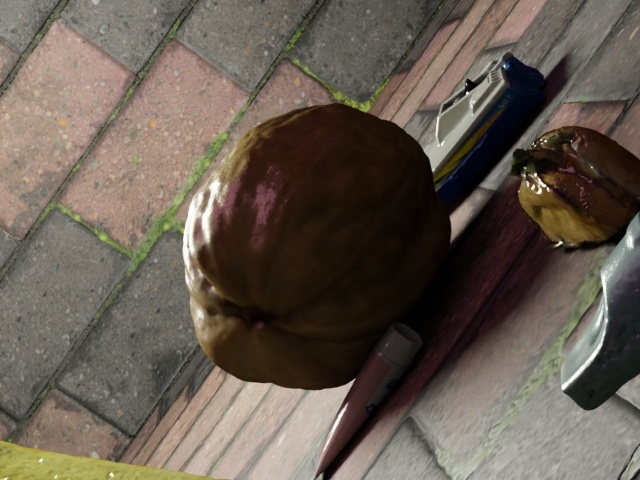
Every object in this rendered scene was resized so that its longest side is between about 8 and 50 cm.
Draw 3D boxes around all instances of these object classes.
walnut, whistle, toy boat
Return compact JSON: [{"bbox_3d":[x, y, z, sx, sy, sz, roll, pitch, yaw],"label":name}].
[{"bbox_3d":[-0.003,0.000,1.507,0.344,0.306,0.306,-42,-4,-47],"label":"walnut"},{"bbox_3d":[0.237,-0.005,0.797,0.274,0.093,0.186,-55,7,23],"label":"whistle"},{"bbox_3d":[0.164,-0.112,1.704,0.295,0.088,0.129,-50,8,26],"label":"toy boat"}]

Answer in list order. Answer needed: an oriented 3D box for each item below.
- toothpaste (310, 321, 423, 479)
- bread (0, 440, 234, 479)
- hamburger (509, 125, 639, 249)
[{"bbox_3d":[0.042,0.175,1.409,0.194,0.042,0.067,-57,4,19],"label":"toothpaste"},{"bbox_3d":[-0.304,0.340,1.593,0.245,0.361,0.233,-53,7,32],"label":"bread"},{"bbox_3d":[0.214,-0.058,1.121,0.087,0.102,0.176,-43,6,-9],"label":"hamburger"}]
